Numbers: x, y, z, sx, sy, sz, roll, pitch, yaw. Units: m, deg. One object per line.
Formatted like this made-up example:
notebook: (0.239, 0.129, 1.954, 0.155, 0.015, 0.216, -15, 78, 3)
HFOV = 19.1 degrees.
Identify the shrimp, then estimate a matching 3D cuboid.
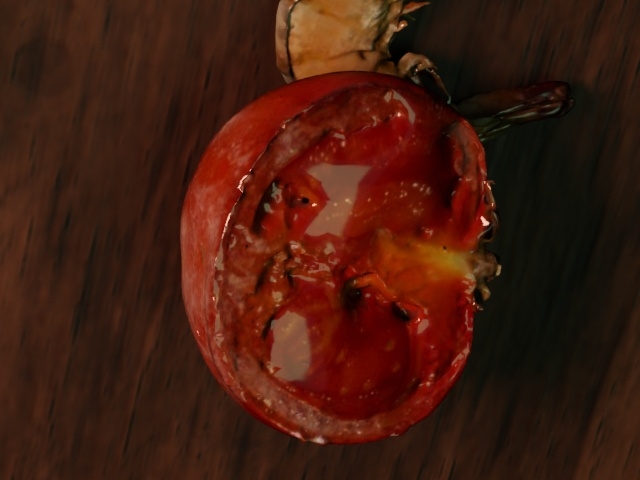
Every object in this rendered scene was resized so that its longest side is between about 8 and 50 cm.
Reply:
shrimp: (0.077, -0.114, 0.817, 0.148, 0.035, 0.195, 36, 106, -30)

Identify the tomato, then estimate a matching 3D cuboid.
tomato: (0.000, 0.000, 0.815, 0.139, 0.091, 0.159, -3, 108, -29)
